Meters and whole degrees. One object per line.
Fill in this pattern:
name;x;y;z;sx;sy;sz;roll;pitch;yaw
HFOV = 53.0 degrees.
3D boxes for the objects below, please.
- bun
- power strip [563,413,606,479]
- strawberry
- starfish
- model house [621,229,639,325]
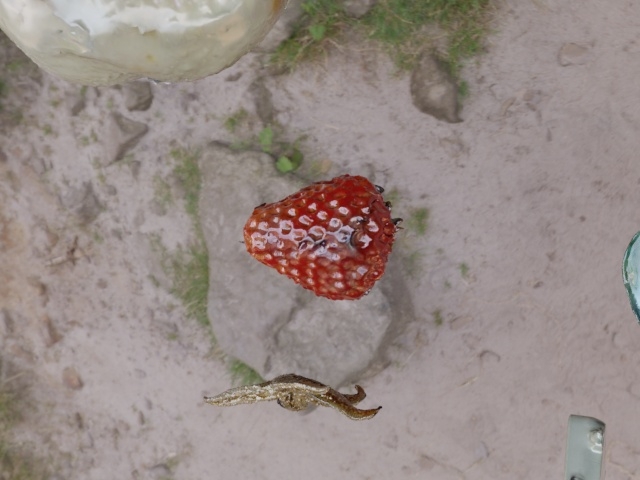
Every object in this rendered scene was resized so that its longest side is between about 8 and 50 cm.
bun;-0.122;-0.216;0.447;0.239;0.239;0.141;66;161;-1
power strip;0.348;0.323;0.846;0.046;0.118;0.270;5;150;26
strawberry;0.014;-0.011;1.204;0.280;0.150;0.253;30;102;-11
starfish;-0.039;0.196;0.826;0.237;0.213;0.057;5;70;6
model house;0.544;0.065;0.808;0.226;0.241;0.261;-33;77;33
